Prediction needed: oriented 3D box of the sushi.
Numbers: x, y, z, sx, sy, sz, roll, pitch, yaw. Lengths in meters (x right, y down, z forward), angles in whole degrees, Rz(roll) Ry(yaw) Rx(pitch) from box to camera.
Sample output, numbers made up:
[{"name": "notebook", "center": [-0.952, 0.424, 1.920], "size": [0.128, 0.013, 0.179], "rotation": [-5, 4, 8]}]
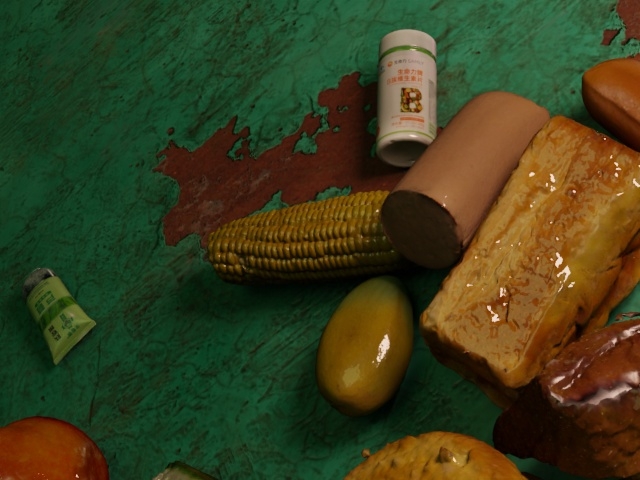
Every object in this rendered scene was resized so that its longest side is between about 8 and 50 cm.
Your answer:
[{"name": "sushi", "center": [0.343, 0.187, 1.263], "size": [0.296, 0.179, 0.167], "rotation": [-18, 29, -5]}]

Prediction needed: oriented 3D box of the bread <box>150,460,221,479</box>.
[{"name": "bread", "center": [-0.201, 0.474, 1.510], "size": [0.366, 0.129, 0.382], "rotation": [-17, 57, 28]}]

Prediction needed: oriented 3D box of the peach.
[{"name": "peach", "center": [-0.410, 0.370, 1.674], "size": [0.243, 0.199, 0.243], "rotation": [4, 56, -6]}]

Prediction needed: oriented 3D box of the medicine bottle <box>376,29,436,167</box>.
[{"name": "medicine bottle", "center": [0.123, -0.201, 1.675], "size": [0.086, 0.086, 0.183], "rotation": [-14, 59, 29]}]

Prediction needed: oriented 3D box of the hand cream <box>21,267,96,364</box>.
[{"name": "hand cream", "center": [-0.436, 0.114, 1.927], "size": [0.095, 0.046, 0.175], "rotation": [-45, 50, 4]}]

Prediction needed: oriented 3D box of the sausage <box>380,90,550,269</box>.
[{"name": "sausage", "center": [0.188, -0.088, 1.501], "size": [0.123, 0.123, 0.253], "rotation": [9, 44, 38]}]

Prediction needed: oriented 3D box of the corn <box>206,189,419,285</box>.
[{"name": "corn", "center": [0.000, 0.000, 1.631], "size": [0.363, 0.120, 0.120], "rotation": [-5, 63, 31]}]

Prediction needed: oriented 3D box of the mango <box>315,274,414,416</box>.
[{"name": "mango", "center": [0.061, 0.135, 1.533], "size": [0.130, 0.092, 0.194], "rotation": [12, 69, 40]}]

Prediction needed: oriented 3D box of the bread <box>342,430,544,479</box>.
[{"name": "bread", "center": [0.138, 0.312, 1.300], "size": [0.340, 0.194, 0.179], "rotation": [-19, 40, 46]}]

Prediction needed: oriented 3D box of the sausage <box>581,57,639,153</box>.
[{"name": "sausage", "center": [0.424, -0.134, 1.414], "size": [0.105, 0.105, 0.274], "rotation": [-47, 49, 5]}]

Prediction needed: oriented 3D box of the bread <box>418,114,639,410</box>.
[{"name": "bread", "center": [0.272, 0.032, 1.403], "size": [0.195, 0.149, 0.344], "rotation": [33, 87, 27]}]
